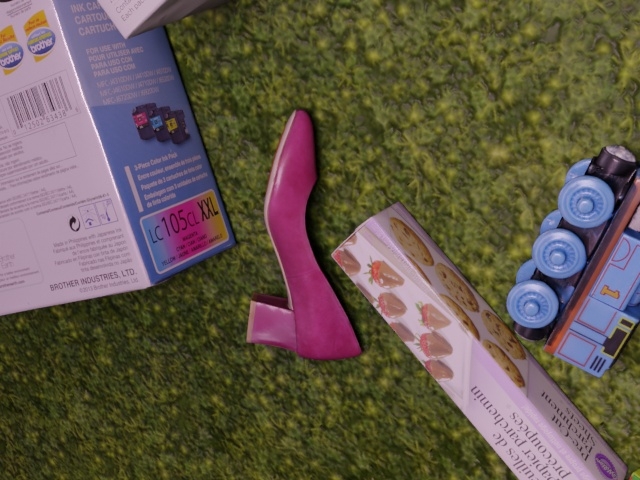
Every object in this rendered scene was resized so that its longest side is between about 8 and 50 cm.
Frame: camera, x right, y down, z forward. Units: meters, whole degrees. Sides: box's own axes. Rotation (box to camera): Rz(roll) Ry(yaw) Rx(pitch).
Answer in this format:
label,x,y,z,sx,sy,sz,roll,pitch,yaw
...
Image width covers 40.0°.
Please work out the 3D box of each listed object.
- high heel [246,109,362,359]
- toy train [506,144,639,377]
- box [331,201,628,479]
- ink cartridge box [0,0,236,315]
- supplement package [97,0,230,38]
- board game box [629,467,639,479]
label,x,y,z,sx,sy,sz,roll,pitch,yaw
high heel,0.000,0.000,0.852,0.117,0.082,0.244,8,100,-2
toy train,0.225,0.016,0.711,0.105,0.080,0.184,26,117,10
box,0.142,0.108,0.797,0.324,0.067,0.063,50,124,7
ink cartridge box,-0.285,-0.138,0.912,0.270,0.151,0.395,-11,102,33
supplement package,-0.122,-0.340,0.697,0.199,0.198,0.262,-32,97,35
board game box,0.326,0.277,0.726,0.181,0.043,0.092,38,124,37
